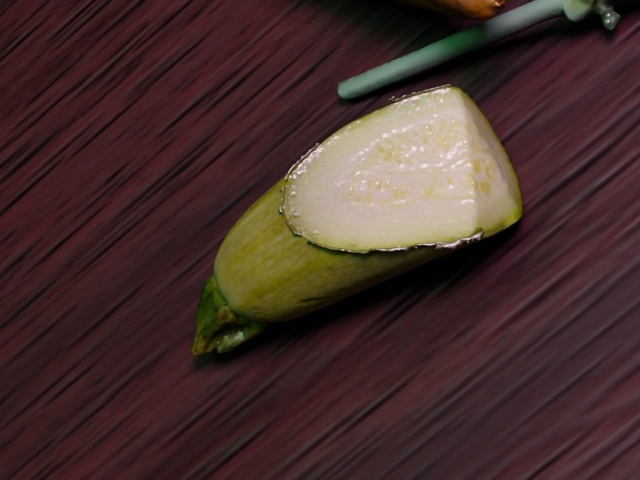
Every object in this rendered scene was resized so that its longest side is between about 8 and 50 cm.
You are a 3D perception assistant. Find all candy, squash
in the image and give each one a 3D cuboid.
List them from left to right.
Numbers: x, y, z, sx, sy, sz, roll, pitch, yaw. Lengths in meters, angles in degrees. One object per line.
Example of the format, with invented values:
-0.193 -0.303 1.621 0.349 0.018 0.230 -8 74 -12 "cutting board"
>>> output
0.000 0.000 0.930 0.200 0.075 0.090 -31 80 18 "squash"
0.130 -0.123 0.915 0.305 0.083 0.091 -21 28 32 "candy"

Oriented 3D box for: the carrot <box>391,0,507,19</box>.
0.034 -0.155 0.971 0.061 0.061 0.210 -55 41 -1 "carrot"
